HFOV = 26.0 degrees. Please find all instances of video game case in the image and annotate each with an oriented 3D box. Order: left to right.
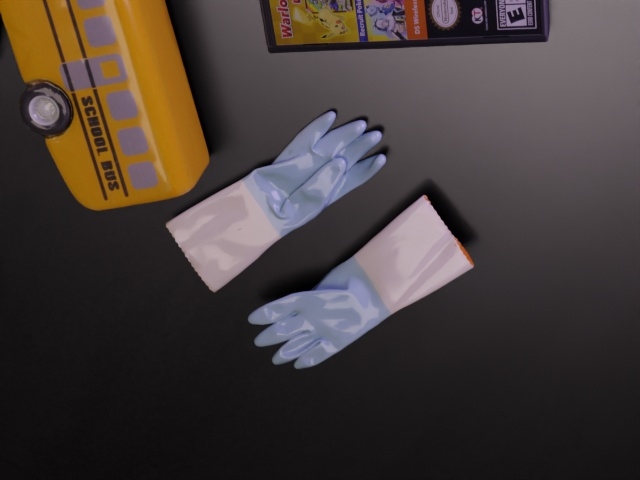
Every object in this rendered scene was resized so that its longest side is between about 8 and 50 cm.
[{"bbox_3d":[0.059,-0.289,1.147,0.248,0.035,0.275,-1,124,12],"label":"video game case"}]

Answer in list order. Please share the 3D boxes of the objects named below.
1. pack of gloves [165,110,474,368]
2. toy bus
[{"bbox_3d":[0.000,0.000,1.319,0.232,0.046,0.195,-34,92,20],"label":"pack of gloves"},{"bbox_3d":[-0.209,-0.197,1.223,0.130,0.108,0.332,-9,112,15],"label":"toy bus"}]
